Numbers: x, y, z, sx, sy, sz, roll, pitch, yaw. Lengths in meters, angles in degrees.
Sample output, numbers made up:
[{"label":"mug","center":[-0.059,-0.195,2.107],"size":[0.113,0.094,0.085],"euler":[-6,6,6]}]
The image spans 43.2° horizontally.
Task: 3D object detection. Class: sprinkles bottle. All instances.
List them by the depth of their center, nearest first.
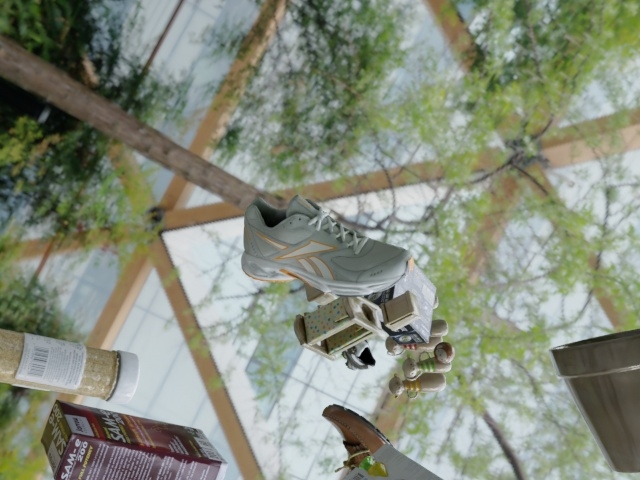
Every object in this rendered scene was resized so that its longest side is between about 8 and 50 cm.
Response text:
[{"label":"sprinkles bottle","center":[-0.590,0.279,1.810],"size":[0.121,0.355,0.121],"euler":[-36,-135,47]}]

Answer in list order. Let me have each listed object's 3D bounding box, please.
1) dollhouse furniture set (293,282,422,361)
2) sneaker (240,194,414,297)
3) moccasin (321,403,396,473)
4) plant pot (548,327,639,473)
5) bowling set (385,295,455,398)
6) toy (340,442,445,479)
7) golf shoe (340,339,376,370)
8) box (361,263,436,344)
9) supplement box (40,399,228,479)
[{"label":"dollhouse furniture set","center":[0.049,0.081,1.337],"size":[0.182,0.101,0.161],"euler":[-30,-130,25]},{"label":"sneaker","center":[0.000,0.000,1.122],"size":[0.099,0.262,0.121],"euler":[-45,135,-57]},{"label":"moccasin","center":[0.124,0.578,2.079],"size":[0.147,0.380,0.139],"euler":[-41,-163,-17]},{"label":"plant pot","center":[0.679,0.335,1.723],"size":[0.323,0.323,0.281],"euler":[-27,-108,59]},{"label":"bowling set","center":[0.252,0.268,2.083],"size":[0.200,0.154,0.287],"euler":[120,-36,-83]},{"label":"toy","center":[0.166,0.466,1.435],"size":[0.237,0.137,0.056],"euler":[28,-52,33]},{"label":"golf shoe","center":[0.074,0.232,1.967],"size":[0.077,0.198,0.094],"euler":[-44,-157,-27]},{"label":"box","center":[0.178,0.127,1.804],"size":[0.077,0.180,0.147],"euler":[-10,-127,34]},{"label":"supplement box","center":[-0.269,0.308,1.173],"size":[0.130,0.239,0.073],"euler":[24,-87,60]}]
